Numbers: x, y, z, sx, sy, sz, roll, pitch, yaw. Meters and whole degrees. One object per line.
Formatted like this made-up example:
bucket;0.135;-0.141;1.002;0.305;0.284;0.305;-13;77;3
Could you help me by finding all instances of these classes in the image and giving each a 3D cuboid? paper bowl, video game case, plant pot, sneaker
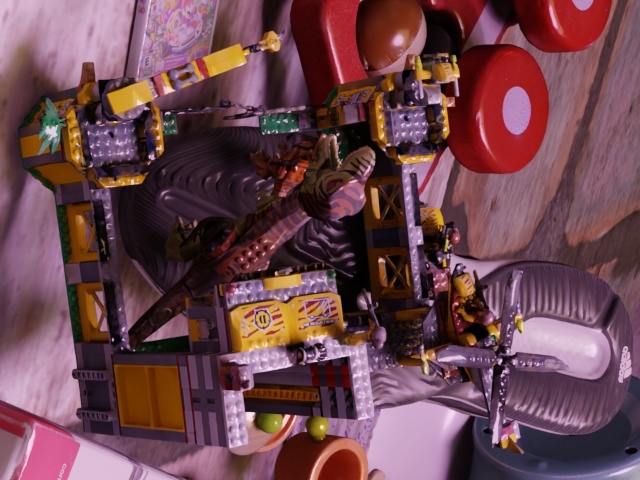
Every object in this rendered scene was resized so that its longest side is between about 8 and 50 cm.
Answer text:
paper bowl;0.095;0.159;1.489;0.284;0.148;0.284;-46;148;-41
video game case;-0.089;-0.165;0.984;0.087;0.011;0.122;-24;130;-59
plant pot;0.247;0.269;1.418;0.271;0.272;0.255;-42;130;-48
sneaker;0.000;0.051;1.167;0.447;0.257;0.169;22;74;-33

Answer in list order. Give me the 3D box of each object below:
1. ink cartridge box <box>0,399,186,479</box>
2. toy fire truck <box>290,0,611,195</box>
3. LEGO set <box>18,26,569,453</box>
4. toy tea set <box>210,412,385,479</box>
ink cartridge box;-0.182;0.131;0.828;0.092;0.158;0.218;-68;157;-8
toy fire truck;0.072;-0.196;1.169;0.254;0.169;0.302;49;60;-37
LEGO set;0.000;0.000;0.891;0.331;0.192;0.255;3;85;-36
toy tea set;-0.004;0.238;1.241;0.200;0.124;0.336;-56;132;-20
